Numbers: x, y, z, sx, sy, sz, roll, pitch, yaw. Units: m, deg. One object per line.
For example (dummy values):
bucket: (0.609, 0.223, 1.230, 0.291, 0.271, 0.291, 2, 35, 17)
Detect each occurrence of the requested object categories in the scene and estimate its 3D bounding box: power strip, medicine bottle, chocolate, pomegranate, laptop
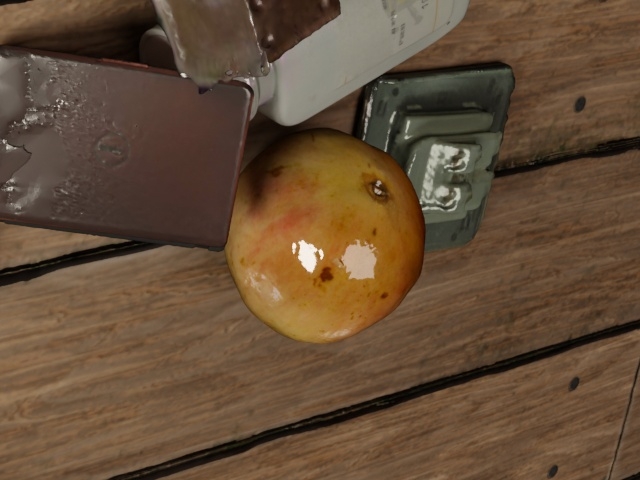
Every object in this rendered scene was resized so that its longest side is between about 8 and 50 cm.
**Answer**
power strip: (0.119, -0.069, 1.731, 0.213, 0.064, 0.198, -10, 118, -40)
medicine bottle: (-0.008, -0.194, 1.495, 0.296, 0.111, 0.161, -35, 136, -27)
chocolate: (-0.080, -0.279, 1.306, 0.112, 0.112, 0.321, -30, 111, -38)
pomegranate: (-0.001, -0.002, 1.565, 0.191, 0.191, 0.191, -24, 129, -33)
laptop: (-0.165, -0.073, 1.389, 0.207, 0.026, 0.154, 7, 113, -9)
